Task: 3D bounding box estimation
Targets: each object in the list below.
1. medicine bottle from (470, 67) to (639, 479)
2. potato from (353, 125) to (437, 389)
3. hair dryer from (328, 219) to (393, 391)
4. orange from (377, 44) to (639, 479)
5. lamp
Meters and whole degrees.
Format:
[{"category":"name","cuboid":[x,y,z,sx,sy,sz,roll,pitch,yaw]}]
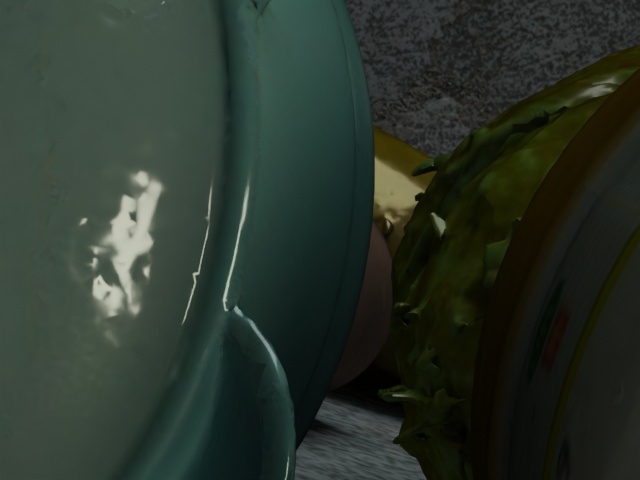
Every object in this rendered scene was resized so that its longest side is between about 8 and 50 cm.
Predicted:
[{"category":"medicine bottle","cuboid":[0.156,0.059,0.398,0.237,0.238,0.232,17,7,-2]},{"category":"potato","cuboid":[0.000,0.000,1.095,0.300,0.140,0.173,25,0,18]},{"category":"hair dryer","cuboid":[-0.154,0.003,0.917,0.344,0.107,0.189,10,3,23]},{"category":"orange","cuboid":[0.175,0.032,0.724,0.300,0.223,0.301,-20,11,6]},{"category":"lamp","cuboid":[-0.105,-0.009,0.487,0.147,0.209,0.284,12,-11,-32]}]
